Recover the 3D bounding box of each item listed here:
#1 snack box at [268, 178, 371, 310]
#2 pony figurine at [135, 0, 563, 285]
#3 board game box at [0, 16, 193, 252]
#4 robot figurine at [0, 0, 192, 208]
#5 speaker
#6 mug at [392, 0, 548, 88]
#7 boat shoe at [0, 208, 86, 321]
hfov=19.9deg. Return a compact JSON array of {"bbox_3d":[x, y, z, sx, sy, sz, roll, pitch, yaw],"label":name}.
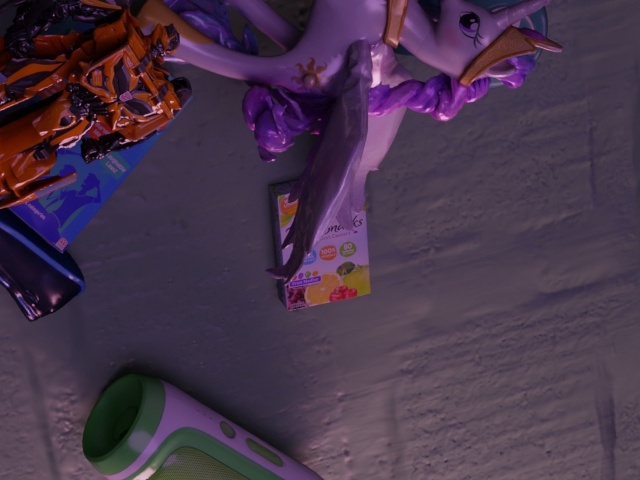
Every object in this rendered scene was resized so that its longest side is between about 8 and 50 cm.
[{"bbox_3d":[0.000,0.000,1.997,0.100,0.037,0.141,-12,117,-16],"label":"snack box"},{"bbox_3d":[0.009,-0.172,1.779,0.363,0.303,0.351,32,114,0],"label":"pony figurine"},{"bbox_3d":[-0.252,-0.118,1.821,0.160,0.047,0.210,43,81,-30],"label":"board game box"},{"bbox_3d":[-0.259,-0.121,1.677,0.291,0.085,0.211,-24,138,7],"label":"robot figurine"},{"bbox_3d":[-0.118,0.262,2.030,0.296,0.131,0.131,35,99,-29],"label":"speaker"},{"bbox_3d":[0.163,-0.216,1.918,0.158,0.097,0.129,-42,121,2],"label":"mug"},{"bbox_3d":[-0.348,0.002,1.837,0.089,0.109,0.258,-42,118,7],"label":"boat shoe"}]
